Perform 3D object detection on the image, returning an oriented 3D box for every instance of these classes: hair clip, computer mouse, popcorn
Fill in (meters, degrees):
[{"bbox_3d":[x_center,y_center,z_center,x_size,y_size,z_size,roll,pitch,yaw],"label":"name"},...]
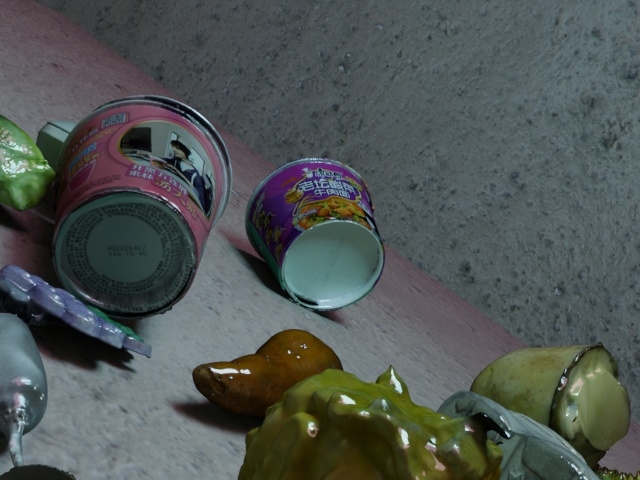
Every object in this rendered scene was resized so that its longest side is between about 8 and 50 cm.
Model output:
[{"bbox_3d":[-0.252,0.085,0.987,0.124,0.052,0.195,33,0,36],"label":"hair clip"},{"bbox_3d":[-0.315,-0.103,1.421,0.159,0.097,0.288,29,-4,12],"label":"computer mouse"},{"bbox_3d":[0.053,0.211,0.795,0.249,0.225,0.249,24,15,-7],"label":"popcorn"}]

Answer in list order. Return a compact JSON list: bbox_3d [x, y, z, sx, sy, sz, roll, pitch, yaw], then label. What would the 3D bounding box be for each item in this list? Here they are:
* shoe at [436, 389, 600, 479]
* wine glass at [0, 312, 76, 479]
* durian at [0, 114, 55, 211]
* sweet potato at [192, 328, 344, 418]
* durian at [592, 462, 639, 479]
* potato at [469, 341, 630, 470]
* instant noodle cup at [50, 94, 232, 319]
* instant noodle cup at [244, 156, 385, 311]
[{"bbox_3d":[0.329,0.341,1.371,0.210,0.132,0.342,23,10,-39],"label":"shoe"},{"bbox_3d":[-0.232,0.127,0.729,0.074,0.074,0.262,29,8,-30],"label":"wine glass"},{"bbox_3d":[-0.446,-0.122,1.190,0.250,0.101,0.139,31,9,-1],"label":"durian"},{"bbox_3d":[-0.032,0.160,1.148,0.112,0.112,0.359,36,6,16],"label":"sweet potato"},{"bbox_3d":[0.534,0.458,1.543,0.172,0.166,0.306,63,3,-24],"label":"durian"},{"bbox_3d":[0.377,0.279,1.649,0.242,0.243,0.285,38,33,27],"label":"potato"},{"bbox_3d":[-0.226,-0.033,1.180,0.244,0.244,0.255,31,18,-16],"label":"instant noodle cup"},{"bbox_3d":[0.000,0.000,1.760,0.251,0.251,0.190,29,19,-29],"label":"instant noodle cup"}]
